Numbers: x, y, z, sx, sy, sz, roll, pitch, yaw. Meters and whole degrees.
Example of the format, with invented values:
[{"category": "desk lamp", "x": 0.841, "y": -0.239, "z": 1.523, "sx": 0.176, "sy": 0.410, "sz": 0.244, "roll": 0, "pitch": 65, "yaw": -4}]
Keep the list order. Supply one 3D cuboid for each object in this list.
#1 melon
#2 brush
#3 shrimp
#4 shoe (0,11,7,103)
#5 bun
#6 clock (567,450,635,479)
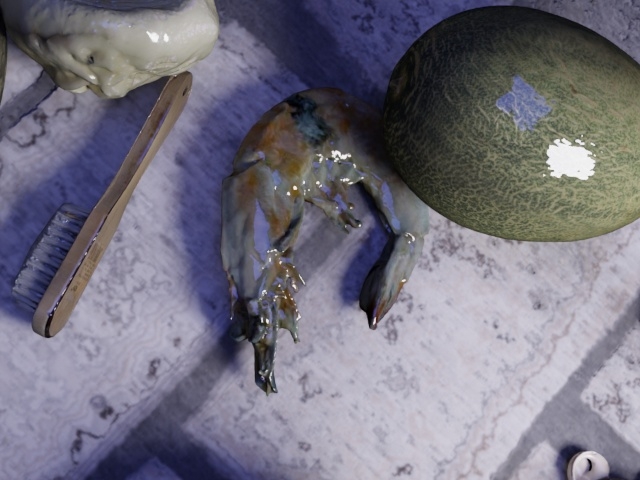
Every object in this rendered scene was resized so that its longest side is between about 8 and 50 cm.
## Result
[{"category": "melon", "x": 0.226, "y": -0.120, "z": 1.006, "sx": 0.329, "sy": 0.248, "sz": 0.249, "roll": 13, "pitch": 77, "yaw": -12}, {"category": "brush", "x": -0.233, "y": -0.053, "z": 0.992, "sx": 0.065, "sy": 0.070, "sz": 0.328, "roll": 26, "pitch": 74, "yaw": 5}, {"category": "shrimp", "x": 0.000, "y": 0.000, "z": 1.026, "sx": 0.246, "sy": 0.085, "sz": 0.361, "roll": 19, "pitch": 73, "yaw": -14}, {"category": "shoe", "x": -0.428, "y": -0.105, "z": 0.931, "sx": 0.159, "sy": 0.124, "sz": 0.317, "roll": 15, "pitch": 80, "yaw": -6}, {"category": "bun", "x": -0.216, "y": -0.224, "z": 0.975, "sx": 0.230, "sy": 0.133, "sz": 0.231, "roll": 4, "pitch": 38, "yaw": -3}, {"category": "clock", "x": 0.345, "y": 0.343, "z": 1.034, "sx": 0.155, "sy": 0.063, "sz": 0.229, "roll": -21, "pitch": 86, "yaw": -14}]
